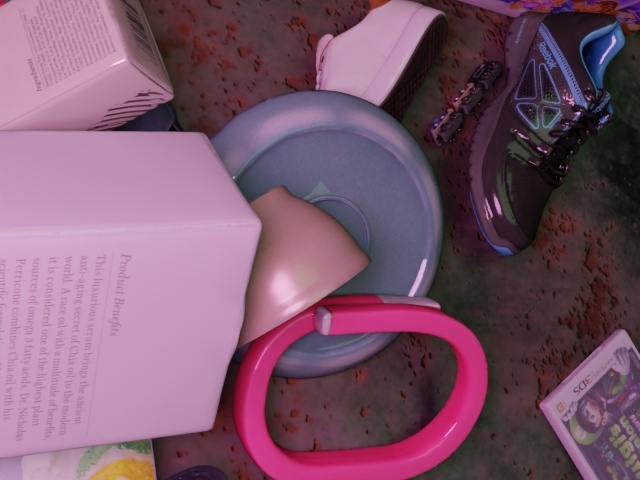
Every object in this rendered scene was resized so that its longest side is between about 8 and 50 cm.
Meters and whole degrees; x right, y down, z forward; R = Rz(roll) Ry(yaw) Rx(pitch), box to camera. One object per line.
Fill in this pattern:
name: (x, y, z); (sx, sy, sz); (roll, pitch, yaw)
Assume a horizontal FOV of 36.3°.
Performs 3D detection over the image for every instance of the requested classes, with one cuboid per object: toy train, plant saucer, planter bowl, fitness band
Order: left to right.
planter bowl: (-0.048, 0.017, 0.923); (0.162, 0.162, 0.109); (-34, 92, -29)
plant saucer: (0.000, 0.000, 1.039); (0.317, 0.044, 0.317); (-4, 101, -21)
fitness band: (0.049, 0.163, 1.041); (0.291, 0.054, 0.209); (2, 105, -26)
toy train: (0.182, -0.175, 1.235); (0.158, 0.036, 0.027); (-51, 132, -29)

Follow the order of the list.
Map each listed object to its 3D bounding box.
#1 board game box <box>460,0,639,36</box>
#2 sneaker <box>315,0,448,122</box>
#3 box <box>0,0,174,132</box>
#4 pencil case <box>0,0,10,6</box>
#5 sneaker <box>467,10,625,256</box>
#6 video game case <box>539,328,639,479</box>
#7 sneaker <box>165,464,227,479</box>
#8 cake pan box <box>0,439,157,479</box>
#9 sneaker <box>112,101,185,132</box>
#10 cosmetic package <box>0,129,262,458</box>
board game box: (0.311, -0.360, 1.228); (0.347, 0.233, 0.078); (9, 75, -26)
sneaker: (0.028, -0.158, 1.134); (0.123, 0.106, 0.290); (27, 76, 24)
box: (-0.277, -0.122, 0.851); (0.275, 0.094, 0.113); (-24, 73, 12)
pencil case: (-0.393, -0.211, 0.902); (0.236, 0.104, 0.104); (15, 73, -24)
sneaker: (0.279, -0.143, 1.204); (0.125, 0.140, 0.341); (35, 65, -49)
video game case: (0.388, 0.241, 1.269); (0.173, 0.022, 0.190); (-35, 97, -28)
sneaker: (-0.149, 0.300, 0.884); (0.209, 0.069, 0.082); (-54, 143, -36)
cake pan box: (-0.282, 0.238, 0.890); (0.267, 0.070, 0.245); (-3, 79, -28)
sneaker: (-0.212, -0.160, 0.986); (0.148, 0.131, 0.350); (6, 75, -42)
cosmetic package: (-0.298, 0.044, 0.770); (0.453, 0.161, 0.230); (-2, 125, -27)
